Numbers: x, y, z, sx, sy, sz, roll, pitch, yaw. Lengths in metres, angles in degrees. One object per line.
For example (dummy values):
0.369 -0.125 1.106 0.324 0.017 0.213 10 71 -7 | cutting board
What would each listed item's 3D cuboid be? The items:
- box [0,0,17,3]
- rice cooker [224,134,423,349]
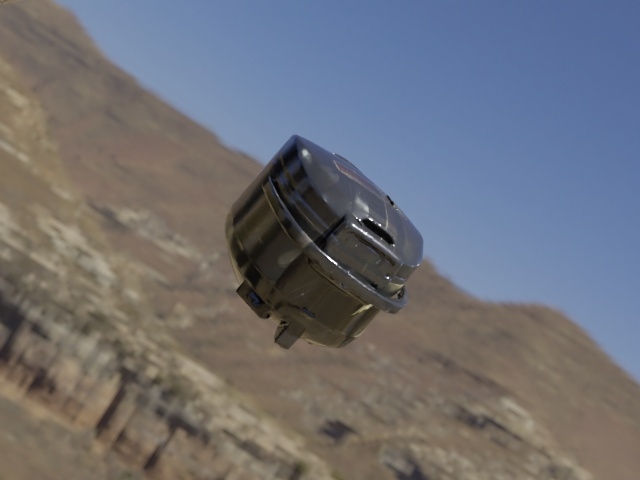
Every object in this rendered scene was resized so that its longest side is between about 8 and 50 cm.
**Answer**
-0.386 -0.402 1.560 0.200 0.343 0.065 -10 -2 5 | box
0.000 0.000 0.996 0.112 0.106 0.165 37 20 -19 | rice cooker
